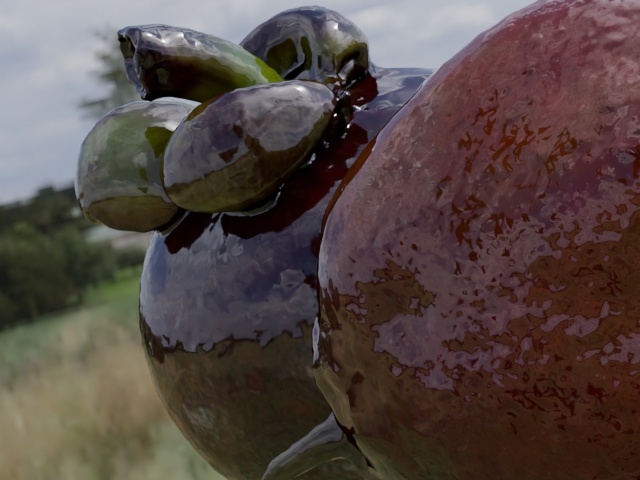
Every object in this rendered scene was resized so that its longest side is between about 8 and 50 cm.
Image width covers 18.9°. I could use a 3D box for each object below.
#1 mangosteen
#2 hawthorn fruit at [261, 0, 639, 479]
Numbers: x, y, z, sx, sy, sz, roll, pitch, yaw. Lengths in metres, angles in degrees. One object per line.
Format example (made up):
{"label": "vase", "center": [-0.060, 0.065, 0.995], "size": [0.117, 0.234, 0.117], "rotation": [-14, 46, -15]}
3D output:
{"label": "mangosteen", "center": [0.000, 0.000, 0.852], "size": [0.215, 0.257, 0.215], "rotation": [-44, 16, 16]}
{"label": "hawthorn fruit", "center": [0.082, 0.013, 0.639], "size": [0.251, 0.189, 0.189], "rotation": [-26, 0, 4]}
